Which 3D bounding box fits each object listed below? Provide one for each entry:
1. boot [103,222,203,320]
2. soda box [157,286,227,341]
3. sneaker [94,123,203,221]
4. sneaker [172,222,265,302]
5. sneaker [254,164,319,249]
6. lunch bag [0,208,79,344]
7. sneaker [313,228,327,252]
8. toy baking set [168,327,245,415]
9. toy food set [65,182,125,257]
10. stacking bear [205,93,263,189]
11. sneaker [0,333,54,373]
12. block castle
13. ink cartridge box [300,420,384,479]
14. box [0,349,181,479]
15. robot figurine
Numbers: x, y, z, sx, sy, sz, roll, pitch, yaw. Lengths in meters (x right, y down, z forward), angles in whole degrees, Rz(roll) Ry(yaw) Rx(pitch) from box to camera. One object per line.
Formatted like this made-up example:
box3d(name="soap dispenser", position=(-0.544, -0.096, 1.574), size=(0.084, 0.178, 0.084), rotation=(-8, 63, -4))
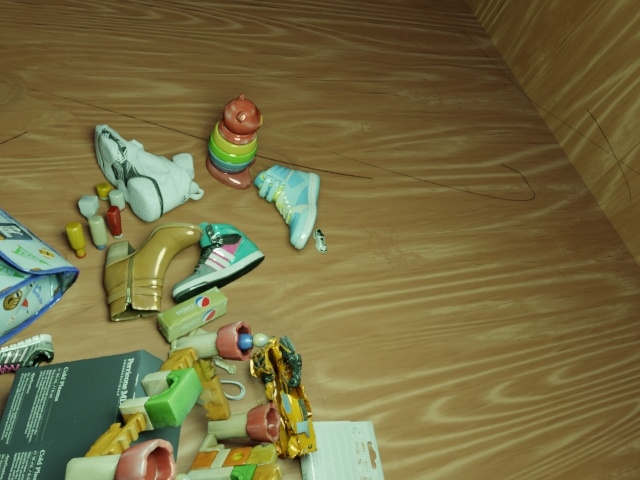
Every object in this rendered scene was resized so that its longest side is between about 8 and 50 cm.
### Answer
box3d(name="boot", position=(-0.434, 0.080, 1.317), size=(0.284, 0.109, 0.220), rotation=(-14, 59, -2))
box3d(name="soda box", position=(-0.339, 0.195, 1.337), size=(0.181, 0.061, 0.058), rotation=(-26, 54, -38))
box3d(name="sneaker", position=(-0.520, -0.222, 1.521), size=(0.210, 0.137, 0.365), rotation=(-24, 65, -40))
box3d(name="sneaker", position=(-0.319, 0.043, 1.421), size=(0.296, 0.124, 0.178), rotation=(-28, 75, -40))
box3d(name="sneaker", position=(-0.120, -0.116, 1.608), size=(0.208, 0.127, 0.318), rotation=(17, 44, -13))
box3d(name="lunch bag", position=(-0.817, 0.076, 1.150), size=(0.328, 0.238, 0.385), rotation=(37, 37, 6))
box3d(name="sneaker", position=(0.000, 0.000, 1.629), size=(0.032, 0.037, 0.083), rotation=(-13, 65, -30))
box3d(name="toy baking set", position=(-0.293, 0.339, 1.296), size=(0.197, 0.030, 0.256), rotation=(5, 57, -18))
box3d(name="toy food set", position=(-0.616, -0.057, 1.413), size=(0.111, 0.104, 0.232), rotation=(3, 38, -3))
box3d(name="stacking bear", position=(-0.263, -0.324, 1.581), size=(0.165, 0.289, 0.175), rotation=(13, 55, -13))
box3d(name="sneaker", position=(-0.697, 0.281, 1.157), size=(0.171, 0.063, 0.074), rotation=(-24, 63, -37))
box3d(name="block castle", position=(-0.211, 0.381, 0.934), size=(0.213, 0.302, 0.453), rotation=(-12, 16, 15))
box3d(name="ink cartridge box", position=(0.053, 0.559, 1.286), size=(0.225, 0.056, 0.180), rotation=(14, 52, -35))
box3d(name="box", position=(-0.463, 0.423, 0.995), size=(0.313, 0.179, 0.343), rotation=(-11, 56, 16))
box3d(name="robot figurine", position=(-0.098, 0.380, 1.239), size=(0.085, 0.211, 0.290), rotation=(-6, 70, -33))
